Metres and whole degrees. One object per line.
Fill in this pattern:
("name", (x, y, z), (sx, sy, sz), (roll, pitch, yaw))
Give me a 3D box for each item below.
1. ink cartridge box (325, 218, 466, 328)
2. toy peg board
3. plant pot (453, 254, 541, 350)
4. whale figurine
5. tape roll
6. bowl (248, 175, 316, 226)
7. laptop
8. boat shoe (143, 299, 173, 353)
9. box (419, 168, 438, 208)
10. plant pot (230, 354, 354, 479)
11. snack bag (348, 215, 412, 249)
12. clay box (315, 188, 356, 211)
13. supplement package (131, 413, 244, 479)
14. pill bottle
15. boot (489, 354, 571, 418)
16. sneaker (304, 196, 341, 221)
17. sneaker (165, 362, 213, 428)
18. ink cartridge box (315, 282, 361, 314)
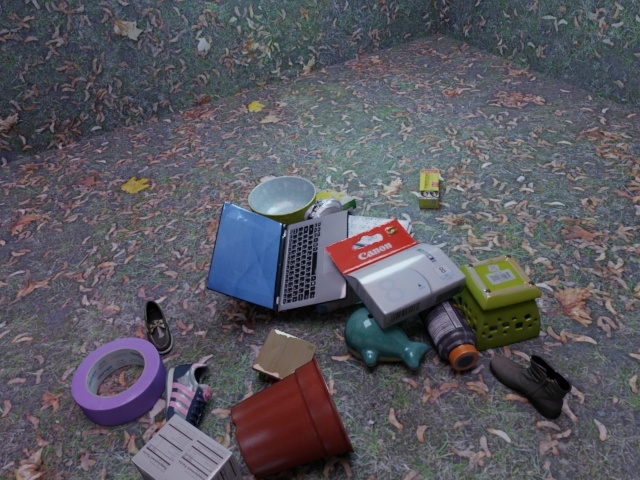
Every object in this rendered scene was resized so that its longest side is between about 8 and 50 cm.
("ink cartridge box", (0.235, 0.072, 1.730), (0.307, 0.091, 0.385), (-22, 52, -19))
("toy peg board", (-0.115, 0.390, 1.681), (0.160, 0.079, 0.161), (19, 45, 7))
("plant pot", (0.566, 0.186, 1.698), (0.227, 0.207, 0.227), (-12, 39, -6))
("whale figurine", (0.204, 0.303, 1.665), (0.271, 0.141, 0.216), (21, 47, 30))
("tape roll", (-0.637, 0.444, 1.678), (0.274, 0.090, 0.275), (-5, 39, 4))
("bowl", (-0.154, -0.134, 2.247), (0.289, 0.156, 0.290), (-4, 40, 4))
("laptop", (-0.132, 0.025, 1.826), (0.407, 0.236, 0.382), (-14, 50, 21))
("boat shoe", (-0.579, 0.303, 1.855), (0.081, 0.069, 0.228), (-22, 41, -16))
("box", (0.483, -0.231, 2.335), (0.087, 0.058, 0.232), (2, 40, 13))
("plant pot", (-0.083, 0.488, 1.413), (0.264, 0.273, 0.272), (-22, 41, -5))
("snack bag", (0.176, 0.016, 2.105), (0.322, 0.037, 0.343), (8, 42, 18))
("clay box", (0.040, -0.165, 2.316), (0.127, 0.053, 0.222), (-30, 32, -25))
("supplement package", (-0.308, 0.598, 1.296), (0.203, 0.262, 0.145), (19, 45, 30))
("pill bottle", (0.407, 0.288, 1.660), (0.130, 0.131, 0.246), (-13, 40, -6))
("boot", (0.597, 0.374, 1.497), (0.083, 0.161, 0.246), (-27, 43, -23))
("sneaker", (0.000, 0.000, 2.033), (0.210, 0.137, 0.366), (30, 70, 39))
("sneaker", (-0.384, 0.489, 1.561), (0.130, 0.112, 0.319), (-16, 41, -5))
("ink cartridge box", (0.065, 0.183, 1.863), (0.181, 0.105, 0.062), (-15, 41, -9))
